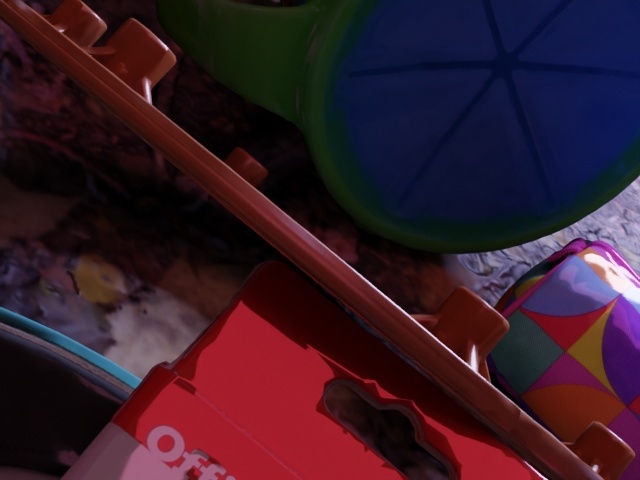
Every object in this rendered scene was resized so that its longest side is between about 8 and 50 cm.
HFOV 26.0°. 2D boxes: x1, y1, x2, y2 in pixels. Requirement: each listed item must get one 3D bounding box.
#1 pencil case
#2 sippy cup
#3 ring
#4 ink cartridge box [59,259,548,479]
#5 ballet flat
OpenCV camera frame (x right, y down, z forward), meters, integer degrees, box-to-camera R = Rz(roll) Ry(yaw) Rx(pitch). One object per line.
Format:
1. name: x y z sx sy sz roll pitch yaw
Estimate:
1. pencil case: 0.191 0.100 0.723 0.236 0.104 0.104 41 35 6
2. sippy cup: 0.074 -0.149 0.808 0.305 0.240 0.224 33 21 -36
3. ring: 0.000 0.000 0.558 0.336 0.032 0.336 40 -2 2
4. ink cartridge box: -0.042 0.134 0.402 0.134 0.078 0.231 40 66 2
5. ballet flat: -0.048 0.118 0.500 0.280 0.095 0.096 30 49 -12
